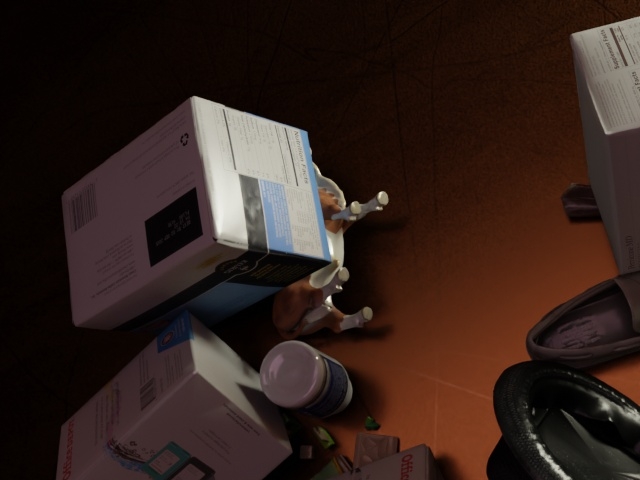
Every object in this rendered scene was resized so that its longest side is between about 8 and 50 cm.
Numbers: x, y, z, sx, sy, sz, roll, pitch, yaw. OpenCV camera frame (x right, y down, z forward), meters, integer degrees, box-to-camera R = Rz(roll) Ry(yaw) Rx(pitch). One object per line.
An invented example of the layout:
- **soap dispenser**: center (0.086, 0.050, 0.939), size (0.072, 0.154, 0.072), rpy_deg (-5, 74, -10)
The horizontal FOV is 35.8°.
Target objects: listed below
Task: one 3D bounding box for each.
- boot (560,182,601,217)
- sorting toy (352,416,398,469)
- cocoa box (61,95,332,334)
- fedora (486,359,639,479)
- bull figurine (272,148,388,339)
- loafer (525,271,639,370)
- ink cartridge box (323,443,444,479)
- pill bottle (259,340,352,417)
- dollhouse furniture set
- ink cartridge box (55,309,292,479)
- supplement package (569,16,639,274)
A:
- **boot**: center (0.400, -0.033, 1.422), size (0.114, 0.037, 0.106), rpy_deg (6, 62, 20)
- **sorting toy**: center (0.082, 0.299, 1.448), size (0.062, 0.012, 0.083), rpy_deg (4, 65, 9)
- **cocoa box**: center (-0.192, -0.019, 1.482), size (0.347, 0.228, 0.231), rpy_deg (-29, 63, 38)
- **fedora**: center (0.330, 0.310, 1.240), size (0.334, 0.334, 0.152), rpy_deg (48, 124, 27)
- **bull figurine**: center (0.000, 0.000, 1.521), size (0.188, 0.101, 0.310), rpy_deg (-6, 75, 47)
- **loafer**: center (0.429, 0.093, 1.328), size (0.320, 0.111, 0.112), rpy_deg (-28, 65, 11)
- **ink cartridge box**: center (0.042, 0.405, 1.320), size (0.273, 0.197, 0.114), rpy_deg (-24, 105, 13)
- **pill bottle**: center (-0.013, 0.206, 1.432), size (0.094, 0.169, 0.094), rpy_deg (-7, 70, 20)
- **dollhouse furniture set**: center (-0.012, 0.323, 1.455), size (0.076, 0.058, 0.151), rpy_deg (-41, 63, 5)
- **ink cartridge box**: center (-0.216, 0.285, 1.425), size (0.270, 0.197, 0.198), rpy_deg (-42, 23, 7)
- **supplement package**: center (0.425, -0.124, 1.279), size (0.145, 0.261, 0.204), rpy_deg (-13, 46, 11)
